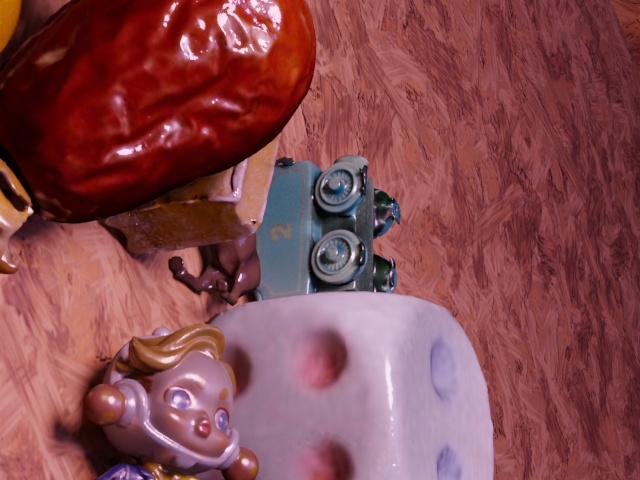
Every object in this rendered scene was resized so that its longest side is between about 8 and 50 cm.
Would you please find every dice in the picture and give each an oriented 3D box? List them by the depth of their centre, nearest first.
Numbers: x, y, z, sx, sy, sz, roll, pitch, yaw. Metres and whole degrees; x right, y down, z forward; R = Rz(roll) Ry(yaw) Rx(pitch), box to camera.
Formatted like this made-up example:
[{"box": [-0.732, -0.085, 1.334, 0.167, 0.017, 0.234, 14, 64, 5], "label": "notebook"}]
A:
[{"box": [0.017, 0.208, 1.515, 0.264, 0.268, 0.263, 26, 57, -59], "label": "dice"}]

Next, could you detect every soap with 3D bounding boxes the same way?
[{"box": [-0.121, -0.116, 1.491, 0.080, 0.160, 0.258, 56, 35, -44], "label": "soap"}]

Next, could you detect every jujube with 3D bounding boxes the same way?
[{"box": [-0.153, -0.148, 1.313, 0.318, 0.223, 0.223, -37, 118, -20], "label": "jujube"}]

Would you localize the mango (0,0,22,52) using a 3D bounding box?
[{"box": [-0.320, -0.241, 1.238, 0.136, 0.099, 0.228, 28, 46, -48], "label": "mango"}]

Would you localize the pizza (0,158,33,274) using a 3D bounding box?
[{"box": [-0.379, -0.030, 1.013, 0.435, 0.080, 0.392, -69, 145, -48], "label": "pizza"}]

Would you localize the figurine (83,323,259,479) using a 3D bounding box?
[{"box": [-0.151, 0.216, 1.353, 0.193, 0.133, 0.274, 4, 83, -41], "label": "figurine"}]

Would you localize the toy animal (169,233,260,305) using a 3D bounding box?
[{"box": [-0.106, -0.041, 1.590, 0.186, 0.093, 0.214, -22, 107, -58], "label": "toy animal"}]

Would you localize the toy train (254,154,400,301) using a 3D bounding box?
[{"box": [0.000, 0.000, 1.679, 0.112, 0.163, 0.203, 38, 48, -54], "label": "toy train"}]
